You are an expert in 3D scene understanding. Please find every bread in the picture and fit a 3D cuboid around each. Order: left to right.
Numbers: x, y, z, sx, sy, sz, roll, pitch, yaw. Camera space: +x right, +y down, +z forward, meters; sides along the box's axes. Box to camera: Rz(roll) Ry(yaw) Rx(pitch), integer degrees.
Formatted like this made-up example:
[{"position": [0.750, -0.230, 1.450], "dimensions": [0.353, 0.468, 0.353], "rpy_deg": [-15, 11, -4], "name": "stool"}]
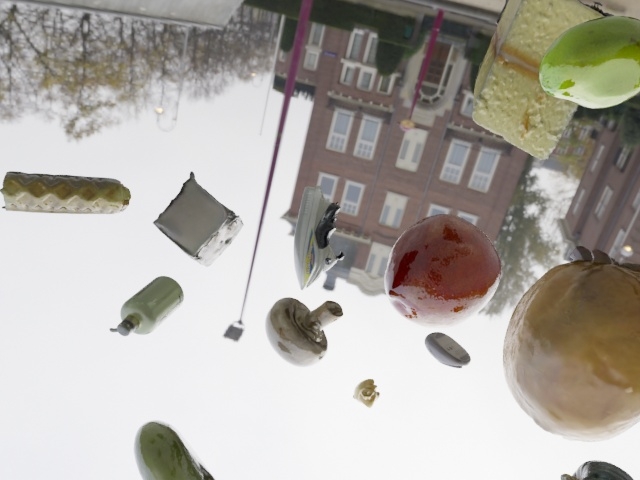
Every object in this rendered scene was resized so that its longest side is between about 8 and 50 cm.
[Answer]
[{"position": [-0.570, -0.104, 1.243], "dimensions": [0.270, 0.098, 0.087], "rpy_deg": [2, -120, -22], "name": "bread"}, {"position": [0.521, -0.448, 1.351], "dimensions": [0.242, 0.345, 0.405], "rpy_deg": [26, -151, 4], "name": "bread"}]

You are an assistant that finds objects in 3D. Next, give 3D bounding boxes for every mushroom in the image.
[{"position": [-0.038, 0.232, 1.503], "dimensions": [0.207, 0.215, 0.207], "rpy_deg": [45, -159, -23], "name": "mushroom"}]

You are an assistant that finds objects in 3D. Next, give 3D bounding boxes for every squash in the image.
[{"position": [0.690, 0.652, 1.364], "dimensions": [0.172, 0.218, 0.218], "rpy_deg": [59, -147, 5], "name": "squash"}]

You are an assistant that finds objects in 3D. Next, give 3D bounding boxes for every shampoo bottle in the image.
[{"position": [-0.339, 0.135, 1.075], "dimensions": [0.079, 0.079, 0.162], "rpy_deg": [18, -153, 10], "name": "shampoo bottle"}]

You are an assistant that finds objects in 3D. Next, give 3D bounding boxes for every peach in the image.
[{"position": [0.323, 0.090, 1.504], "dimensions": [0.333, 0.307, 0.308], "rpy_deg": [-27, -139, -26], "name": "peach"}]

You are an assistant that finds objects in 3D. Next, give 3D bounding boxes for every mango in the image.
[{"position": [0.358, -0.226, 0.698], "dimensions": [0.163, 0.117, 0.089], "rpy_deg": [-3, -127, -35], "name": "mango"}]

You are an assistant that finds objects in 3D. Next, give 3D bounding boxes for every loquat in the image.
[{"position": [0.337, 0.134, 0.691], "dimensions": [0.193, 0.238, 0.238], "rpy_deg": [20, -157, 16], "name": "loquat"}]

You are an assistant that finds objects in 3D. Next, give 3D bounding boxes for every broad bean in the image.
[{"position": [-0.344, 0.562, 1.328], "dimensions": [0.291, 0.119, 0.238], "rpy_deg": [53, 173, 4], "name": "broad bean"}]

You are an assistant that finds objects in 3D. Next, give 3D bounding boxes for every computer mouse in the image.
[{"position": [0.243, 0.217, 1.066], "dimensions": [0.066, 0.039, 0.096], "rpy_deg": [-6, -142, -48], "name": "computer mouse"}]

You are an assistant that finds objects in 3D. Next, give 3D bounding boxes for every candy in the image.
[{"position": [-0.321, -0.050, 1.473], "dimensions": [0.195, 0.184, 0.137], "rpy_deg": [38, 177, 19], "name": "candy"}]

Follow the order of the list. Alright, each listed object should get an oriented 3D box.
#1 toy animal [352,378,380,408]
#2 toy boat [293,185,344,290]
[{"position": [0.134, 0.456, 1.614], "dimensions": [0.083, 0.070, 0.159], "rpy_deg": [-24, 174, 0], "name": "toy animal"}, {"position": [-0.006, -0.006, 1.449], "dimensions": [0.141, 0.269, 0.141], "rpy_deg": [-3, 174, 0], "name": "toy boat"}]
